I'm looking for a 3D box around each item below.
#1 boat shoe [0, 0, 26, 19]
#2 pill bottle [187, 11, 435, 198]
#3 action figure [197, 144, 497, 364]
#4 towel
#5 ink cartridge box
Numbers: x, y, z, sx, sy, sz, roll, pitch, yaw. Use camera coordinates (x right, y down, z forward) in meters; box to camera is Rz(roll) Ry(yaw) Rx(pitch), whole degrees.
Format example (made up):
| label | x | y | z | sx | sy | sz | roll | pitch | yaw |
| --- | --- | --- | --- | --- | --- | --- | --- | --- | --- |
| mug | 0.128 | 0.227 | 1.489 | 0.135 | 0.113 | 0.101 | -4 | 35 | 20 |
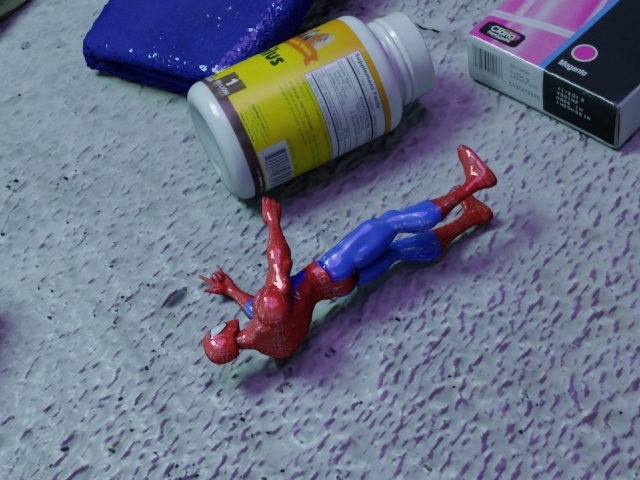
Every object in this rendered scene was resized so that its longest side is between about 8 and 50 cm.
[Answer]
| label | x | y | z | sx | sy | sz | roll | pitch | yaw |
| --- | --- | --- | --- | --- | --- | --- | --- | --- | --- |
| boat shoe | -0.398 | -0.260 | 1.357 | 0.080 | 0.073 | 0.223 | 22 | 57 | 27 |
| pill bottle | -0.006 | -0.132 | 1.139 | 0.215 | 0.117 | 0.117 | -26 | 50 | -11 |
| action figure | 0.000 | 0.000 | 1.045 | 0.280 | 0.091 | 0.139 | -35 | 59 | -19 |
| towel | -0.088 | -0.278 | 1.294 | 0.228 | 0.076 | 0.308 | 17 | 65 | 31 |
| ink cartridge box | 0.328 | -0.249 | 1.213 | 0.176 | 0.069 | 0.371 | 32 | 60 | 32 |
